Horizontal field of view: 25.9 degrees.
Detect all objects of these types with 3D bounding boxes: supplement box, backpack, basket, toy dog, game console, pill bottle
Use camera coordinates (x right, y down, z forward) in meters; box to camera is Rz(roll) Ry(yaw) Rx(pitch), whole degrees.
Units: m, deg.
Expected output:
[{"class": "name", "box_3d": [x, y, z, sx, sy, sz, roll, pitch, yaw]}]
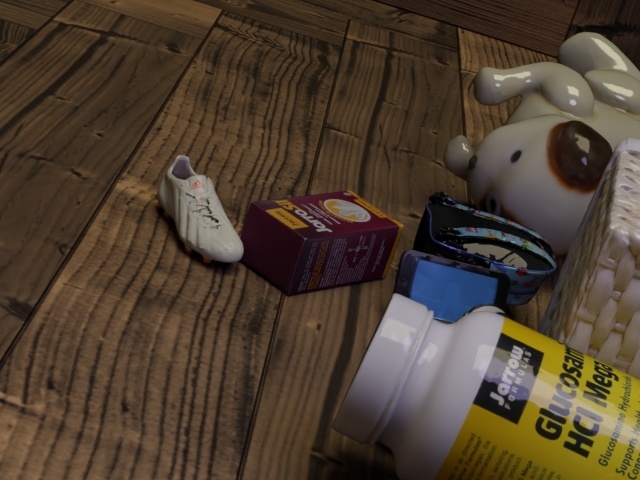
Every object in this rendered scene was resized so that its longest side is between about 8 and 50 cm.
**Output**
[{"class": "supplement box", "box_3d": [0.000, 0.000, 1.752, 0.104, 0.081, 0.188, 34, 28, 34]}, {"class": "backpack", "box_3d": [0.209, 0.028, 1.797, 0.173, 0.117, 0.158, 15, 22, -6]}, {"class": "basket", "box_3d": [0.406, 0.115, 1.469, 0.328, 0.331, 0.266, 20, 24, 6]}, {"class": "toy dog", "box_3d": [0.362, -0.091, 2.061, 0.395, 0.285, 0.408, 44, 30, 14]}, {"class": "game console", "box_3d": [0.160, 0.086, 1.667, 0.144, 0.085, 0.124, 14, 22, -10]}, {"class": "pill bottle", "box_3d": [0.189, 0.182, 1.296, 0.333, 0.188, 0.188, 25, 23, 3]}]

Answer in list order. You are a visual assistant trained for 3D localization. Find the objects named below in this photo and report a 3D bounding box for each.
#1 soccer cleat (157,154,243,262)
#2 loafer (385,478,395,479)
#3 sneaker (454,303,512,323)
[{"class": "soccer cleat", "box_3d": [-0.151, -0.038, 1.731, 0.068, 0.076, 0.196, 2, 27, -34]}, {"class": "loafer", "box_3d": [0.037, 0.259, 1.185, 0.076, 0.078, 0.223, 62, 15, 3]}, {"class": "sneaker", "box_3d": [0.158, 0.156, 1.509, 0.108, 0.100, 0.271, 33, 31, 12]}]
